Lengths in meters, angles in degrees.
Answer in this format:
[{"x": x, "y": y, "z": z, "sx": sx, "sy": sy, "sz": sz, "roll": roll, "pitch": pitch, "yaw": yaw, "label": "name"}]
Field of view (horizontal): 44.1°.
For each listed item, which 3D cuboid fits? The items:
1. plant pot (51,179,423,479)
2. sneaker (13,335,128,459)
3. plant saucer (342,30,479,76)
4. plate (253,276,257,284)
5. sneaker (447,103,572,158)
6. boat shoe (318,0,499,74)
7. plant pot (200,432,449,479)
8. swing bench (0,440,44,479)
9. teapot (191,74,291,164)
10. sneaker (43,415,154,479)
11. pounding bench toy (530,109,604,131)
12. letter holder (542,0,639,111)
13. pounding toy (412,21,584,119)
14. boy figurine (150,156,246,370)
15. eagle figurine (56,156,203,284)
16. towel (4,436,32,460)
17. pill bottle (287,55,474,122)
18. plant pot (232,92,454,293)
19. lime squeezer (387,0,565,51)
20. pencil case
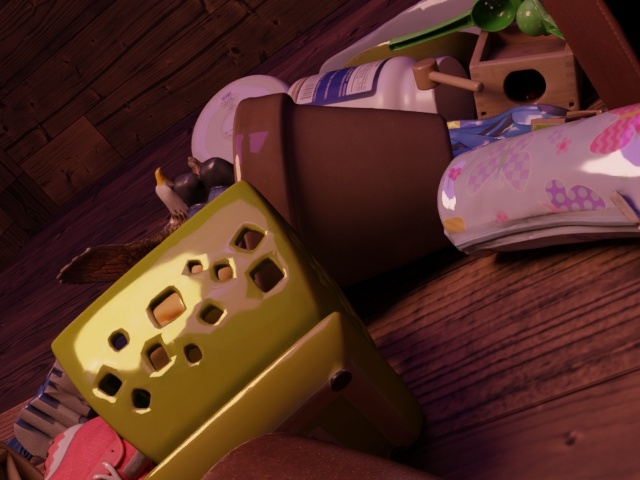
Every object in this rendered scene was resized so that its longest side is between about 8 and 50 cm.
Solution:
[{"x": -0.053, "y": 0.126, "z": 0.683, "sx": 0.227, "sy": 0.228, "sz": 0.207, "roll": -41, "pitch": 48, "yaw": -3, "label": "plant pot"}, {"x": -0.336, "y": 0.174, "z": 1.202, "sx": 0.315, "sy": 0.127, "sz": 0.182, "roll": -46, "pitch": 15, "yaw": 23, "label": "sneaker"}, {"x": 0.157, "y": -0.278, "z": 1.293, "sx": 0.240, "sy": 0.037, "sz": 0.241, "roll": -8, "pitch": -7, "yaw": -1, "label": "plant saucer"}, {"x": 0.000, "y": 0.000, "z": 1.140, "sx": 0.277, "sy": 0.045, "sz": 0.278, "roll": -36, "pitch": 21, "yaw": 10, "label": "plate"}, {"x": 0.221, "y": -0.113, "z": 0.981, "sx": 0.209, "sy": 0.069, "sz": 0.082, "roll": -6, "pitch": 68, "yaw": 46, "label": "sneaker"}, {"x": 0.178, "y": -0.360, "z": 1.469, "sx": 0.367, "sy": 0.136, "sz": 0.156, "roll": -21, "pitch": 13, "yaw": 35, "label": "boat shoe"}, {"x": 0.062, "y": 0.215, "z": 0.397, "sx": 0.230, "sy": 0.215, "sz": 0.215, "roll": -5, "pitch": 38, "yaw": 35, "label": "plant pot"}, {"x": -0.496, "y": 0.397, "z": 1.011, "sx": 0.253, "sy": 0.165, "sz": 0.254, "roll": -44, "pitch": 20, "yaw": -10, "label": "swing bench"}, {"x": -0.111, "y": -0.173, "z": 1.507, "sx": 0.255, "sy": 0.187, "sz": 0.253, "roll": 9, "pitch": 71, "yaw": 34, "label": "teapot"}, {"x": -0.260, "y": 0.286, "z": 0.901, "sx": 0.136, "sy": 0.116, "sz": 0.314, "roll": -35, "pitch": 21, "yaw": 9, "label": "sneaker"}, {"x": 0.274, "y": -0.096, "z": 0.858, "sx": 0.065, "sy": 0.083, "sz": 0.052, "roll": -14, "pitch": 12, "yaw": -25, "label": "pounding bench toy"}, {"x": 0.313, "y": -0.237, "z": 0.712, "sx": 0.152, "sy": 0.302, "sz": 0.214, "roll": -38, "pitch": 21, "yaw": 7, "label": "letter holder"}, {"x": 0.226, "y": -0.200, "z": 1.015, "sx": 0.205, "sy": 0.094, "sz": 0.181, "roll": -3, "pitch": 36, "yaw": 23, "label": "pounding toy"}, {"x": -0.152, "y": 0.047, "z": 0.886, "sx": 0.177, "sy": 0.092, "sz": 0.285, "roll": -21, "pitch": 42, "yaw": 37, "label": "boy figurine"}, {"x": -0.194, "y": 0.001, "z": 1.115, "sx": 0.226, "sy": 0.225, "sz": 0.298, "roll": -30, "pitch": 27, "yaw": 50, "label": "eagle figurine"}, {"x": -0.520, "y": 0.357, "z": 1.327, "sx": 0.119, "sy": 0.029, "sz": 0.067, "roll": -27, "pitch": 25, "yaw": 31, "label": "towel"}, {"x": 0.085, "y": -0.190, "z": 1.187, "sx": 0.264, "sy": 0.153, "sz": 0.153, "roll": -3, "pitch": 40, "yaw": 38, "label": "pill bottle"}, {"x": 0.041, "y": -0.051, "z": 0.917, "sx": 0.229, "sy": 0.263, "sz": 0.263, "roll": -8, "pitch": 27, "yaw": 7, "label": "plant pot"}, {"x": 0.230, "y": -0.269, "z": 0.976, "sx": 0.310, "sy": 0.059, "sz": 0.110, "roll": 19, "pitch": 48, "yaw": 42, "label": "lime squeezer"}, {"x": 0.235, "y": -0.047, "z": 0.732, "sx": 0.273, "sy": 0.113, "sz": 0.124, "roll": -7, "pitch": 58, "yaw": 55, "label": "pencil case"}]
